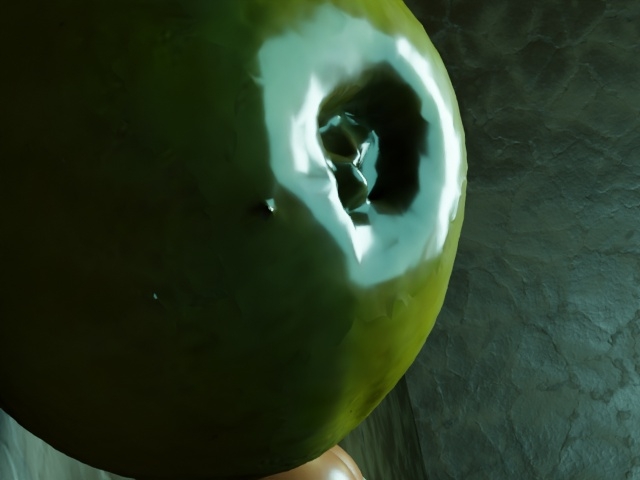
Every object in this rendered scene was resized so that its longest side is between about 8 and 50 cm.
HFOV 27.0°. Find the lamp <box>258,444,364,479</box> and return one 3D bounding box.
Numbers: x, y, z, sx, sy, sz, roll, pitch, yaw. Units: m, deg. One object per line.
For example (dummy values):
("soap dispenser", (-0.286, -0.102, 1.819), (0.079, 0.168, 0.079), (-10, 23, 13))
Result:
("lamp", (-0.022, 0.216, 0.866), (0.187, 0.163, 0.188), (-11, 90, -84))

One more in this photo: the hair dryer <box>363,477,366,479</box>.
("hair dryer", (-0.012, 0.193, 1.230), (0.237, 0.075, 0.206), (55, -18, -17))

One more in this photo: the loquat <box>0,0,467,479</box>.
("loquat", (-0.065, -0.025, 0.631), (0.275, 0.274, 0.275), (-13, 90, -83))
